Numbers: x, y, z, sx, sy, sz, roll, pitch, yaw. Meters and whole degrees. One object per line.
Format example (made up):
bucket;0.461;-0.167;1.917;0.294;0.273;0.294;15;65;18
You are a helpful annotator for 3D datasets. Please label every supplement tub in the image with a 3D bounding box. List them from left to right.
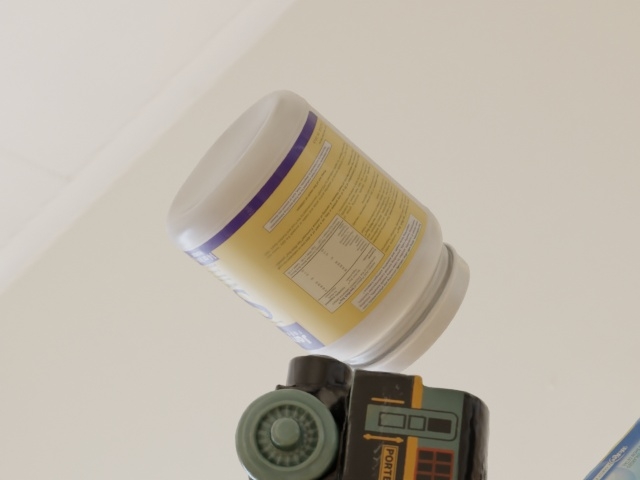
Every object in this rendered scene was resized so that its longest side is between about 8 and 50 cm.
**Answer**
supplement tub;0.000;0.000;1.611;0.241;0.331;0.241;-44;17;17

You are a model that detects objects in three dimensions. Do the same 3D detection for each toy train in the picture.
toy train;0.023;0.245;0.944;0.190;0.334;0.142;5;-26;6

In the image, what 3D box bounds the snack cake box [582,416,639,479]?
snack cake box;0.297;0.129;0.792;0.264;0.152;0.089;-38;-57;-32
